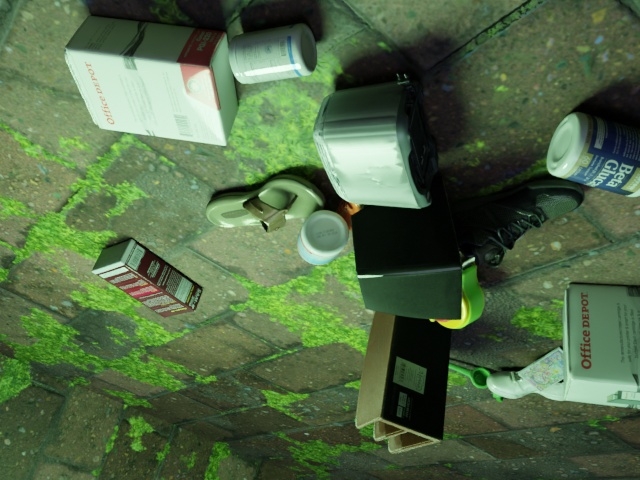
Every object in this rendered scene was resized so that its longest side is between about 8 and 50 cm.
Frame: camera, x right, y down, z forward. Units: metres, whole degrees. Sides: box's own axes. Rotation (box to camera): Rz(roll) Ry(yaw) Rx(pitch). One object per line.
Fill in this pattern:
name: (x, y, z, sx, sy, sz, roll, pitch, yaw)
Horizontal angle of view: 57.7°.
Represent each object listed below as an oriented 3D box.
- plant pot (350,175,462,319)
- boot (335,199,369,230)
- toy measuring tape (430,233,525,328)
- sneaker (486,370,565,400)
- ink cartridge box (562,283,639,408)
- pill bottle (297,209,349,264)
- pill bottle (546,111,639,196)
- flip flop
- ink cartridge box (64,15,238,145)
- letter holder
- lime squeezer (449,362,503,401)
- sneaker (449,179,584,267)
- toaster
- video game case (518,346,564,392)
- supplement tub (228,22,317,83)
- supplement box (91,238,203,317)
plant pot: (0.145, 0.027, 1.003, 0.167, 0.187, 0.188, -8, 145, 6)
boot: (0.059, -0.063, 1.062, 0.085, 0.059, 0.158, 3, 146, 24)
toy measuring tape: (0.301, 0.094, 1.141, 0.122, 0.121, 0.330, 24, 145, -14)
sneaker: (0.538, 0.352, 1.486, 0.213, 0.080, 0.094, 2, 133, 6)
ink cartridge box: (0.620, 0.205, 1.112, 0.290, 0.211, 0.121, 3, 146, 18)
pill bottle: (0.000, 0.000, 1.114, 0.087, 0.087, 0.160, 16, 167, -4)
pill bottle: (0.421, -0.115, 0.822, 0.170, 0.094, 0.094, 15, 146, -2)
flip flop: (-0.111, -0.054, 1.111, 0.277, 0.080, 0.112, -9, 140, 30)
ink cartridge box: (-0.247, -0.240, 0.883, 0.218, 0.092, 0.158, 8, 145, 6)
letter holder: (0.171, 0.307, 1.334, 0.152, 0.301, 0.214, 24, 145, -15)
lime squeezer: (0.437, 0.377, 1.578, 0.310, 0.058, 0.110, 32, 172, -27)
sneaker: (0.321, -0.022, 0.964, 0.228, 0.130, 0.087, -13, 139, 31)
toaster: (0.085, -0.145, 0.871, 0.147, 0.129, 0.227, 0, 145, 23)
video game case: (0.559, 0.316, 1.417, 0.087, 0.011, 0.122, 39, 116, -18)
supplement tub: (-0.065, -0.259, 0.809, 0.107, 0.071, 0.071, -1, 143, 22)
supplement box: (-0.428, 0.101, 1.453, 0.130, 0.073, 0.239, -15, 136, 37)
